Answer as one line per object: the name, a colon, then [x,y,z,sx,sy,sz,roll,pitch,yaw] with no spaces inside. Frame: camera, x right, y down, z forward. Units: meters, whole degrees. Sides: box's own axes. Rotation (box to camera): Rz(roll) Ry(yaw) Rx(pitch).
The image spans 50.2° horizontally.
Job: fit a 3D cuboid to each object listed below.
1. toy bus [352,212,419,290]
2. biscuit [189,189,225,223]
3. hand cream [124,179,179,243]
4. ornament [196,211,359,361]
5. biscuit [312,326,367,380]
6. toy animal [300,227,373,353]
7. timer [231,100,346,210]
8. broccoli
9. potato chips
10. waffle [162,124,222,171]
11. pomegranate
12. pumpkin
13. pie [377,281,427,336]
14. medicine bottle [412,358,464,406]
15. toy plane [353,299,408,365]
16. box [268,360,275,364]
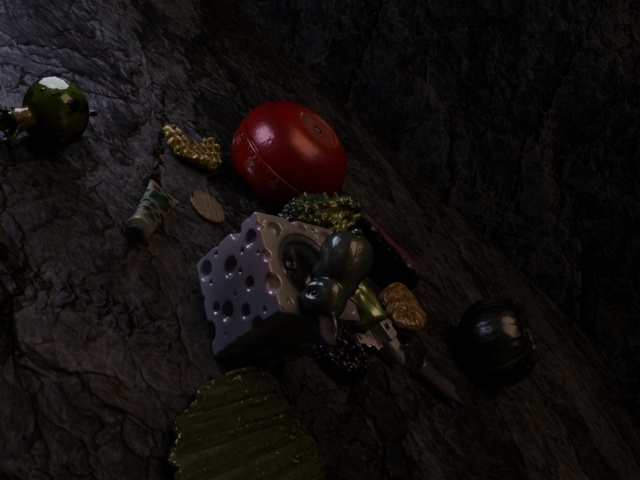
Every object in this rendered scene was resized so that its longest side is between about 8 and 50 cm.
toy bus: [0.210,0.048,2.353,0.302,0.127,0.147,44,21,-5]
biscuit: [-0.307,-0.092,1.857,0.120,0.015,0.120,37,25,-21]
hand cream: [-0.402,-0.069,1.621,0.095,0.059,0.276,42,20,-16]
ornament: [-0.099,0.113,1.531,0.239,0.239,0.240,12,51,-42]
biscuit: [0.045,0.286,1.797,0.194,0.053,0.195,36,26,-21]
toy animal: [0.023,0.099,1.384,0.127,0.125,0.251,61,41,-45]
timer: [-0.093,-0.264,2.163,0.378,0.279,0.378,35,29,-23]
broccoli: [0.038,0.039,1.908,0.397,0.353,0.275,26,-17,-5]
potato chips: [-0.127,0.419,1.288,0.358,0.070,0.429,56,26,16]
waffle: [-0.371,-0.270,1.990,0.194,0.051,0.149,21,33,-35]
pomegranate: [-0.599,-0.265,1.491,0.156,0.156,0.220,42,40,-9]
pumpkin: [0.626,0.357,2.413,0.323,0.241,0.323,48,27,-34]
pie: [0.261,0.226,2.211,0.179,0.084,0.205,48,26,8]
medicine bottle: [0.366,0.442,2.077,0.199,0.057,0.058,42,24,-10]
toy plane: [0.165,0.256,1.985,0.255,0.101,0.251,49,36,5]
box: [-0.114,0.256,1.629,0.058,0.015,0.093,51,24,5]
